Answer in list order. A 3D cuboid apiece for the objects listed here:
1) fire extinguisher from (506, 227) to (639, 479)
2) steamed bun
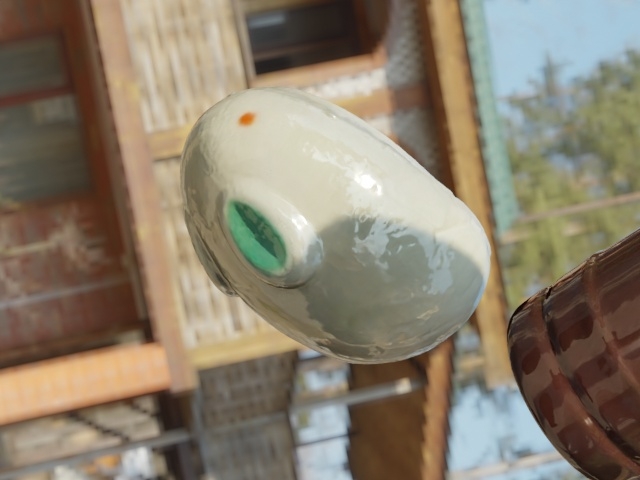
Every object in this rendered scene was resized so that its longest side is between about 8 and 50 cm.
[{"bbox_3d":[0.236,-0.027,0.755,0.102,0.344,0.138,27,38,-40],"label":"fire extinguisher"},{"bbox_3d":[0.000,0.000,1.209,0.228,0.130,0.177,39,-21,-20],"label":"steamed bun"}]
